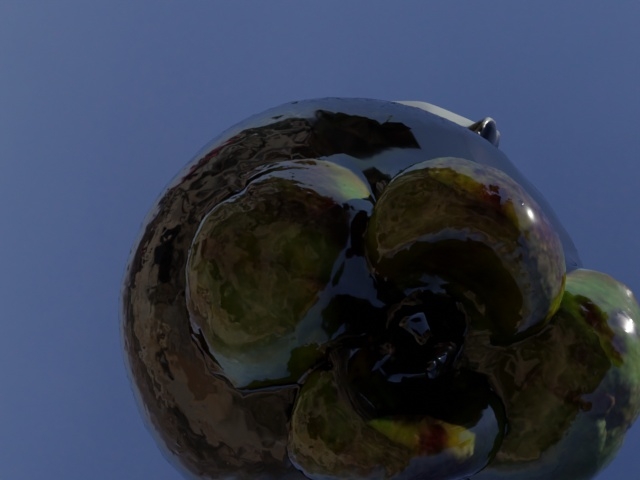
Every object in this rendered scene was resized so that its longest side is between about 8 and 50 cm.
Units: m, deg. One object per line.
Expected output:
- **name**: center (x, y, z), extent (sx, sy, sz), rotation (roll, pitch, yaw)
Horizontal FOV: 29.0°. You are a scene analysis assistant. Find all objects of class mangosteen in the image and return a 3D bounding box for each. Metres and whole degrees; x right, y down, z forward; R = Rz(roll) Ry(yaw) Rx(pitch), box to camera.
- **mangosteen**: center (0.023, 0.036, 0.561), extent (0.243, 0.243, 0.242), rotation (-28, -126, 48)

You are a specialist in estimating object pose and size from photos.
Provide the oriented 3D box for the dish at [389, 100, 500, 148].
- **dish**: center (0.000, 0.000, 0.867), extent (0.120, 0.303, 0.303), rotation (38, -64, 8)
